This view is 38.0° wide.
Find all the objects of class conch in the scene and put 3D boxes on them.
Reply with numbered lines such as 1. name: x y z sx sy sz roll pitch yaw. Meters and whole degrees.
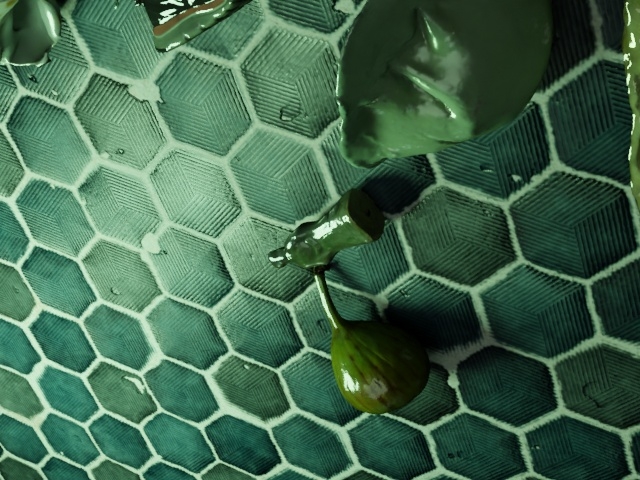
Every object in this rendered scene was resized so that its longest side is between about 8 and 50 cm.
1. conch: -0.481 -0.379 1.357 0.275 0.182 0.149 116 139 -60

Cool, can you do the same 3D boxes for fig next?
1. fig: 0.054 0.165 1.503 0.259 0.151 0.151 45 133 -4

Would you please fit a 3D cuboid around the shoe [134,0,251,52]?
1. shoe: -0.150 -0.362 1.229 0.291 0.114 0.137 -21 107 43

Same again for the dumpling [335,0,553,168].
1. dumpling: 0.130 -0.230 1.119 0.270 0.212 0.321 -5 114 -12

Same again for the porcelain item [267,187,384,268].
1. porcelain item: 0.000 0.000 1.450 0.081 0.069 0.215 41 134 -22

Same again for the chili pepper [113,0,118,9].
1. chili pepper: -0.323 -0.406 1.333 0.050 0.041 0.153 -29 92 20

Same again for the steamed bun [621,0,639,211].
1. steamed bun: 0.484 -0.140 1.021 0.247 0.189 0.428 24 140 52
